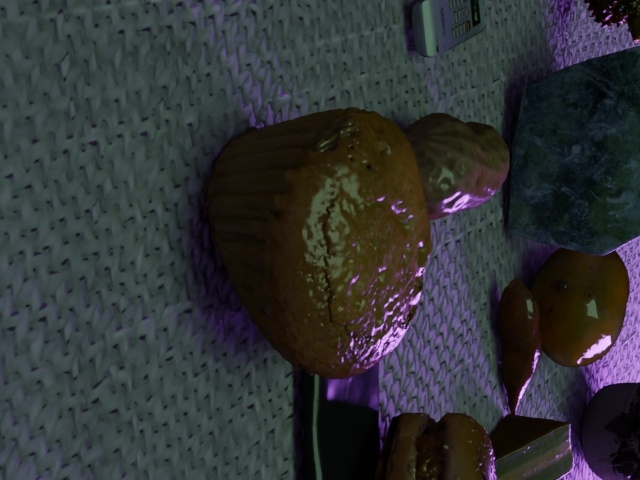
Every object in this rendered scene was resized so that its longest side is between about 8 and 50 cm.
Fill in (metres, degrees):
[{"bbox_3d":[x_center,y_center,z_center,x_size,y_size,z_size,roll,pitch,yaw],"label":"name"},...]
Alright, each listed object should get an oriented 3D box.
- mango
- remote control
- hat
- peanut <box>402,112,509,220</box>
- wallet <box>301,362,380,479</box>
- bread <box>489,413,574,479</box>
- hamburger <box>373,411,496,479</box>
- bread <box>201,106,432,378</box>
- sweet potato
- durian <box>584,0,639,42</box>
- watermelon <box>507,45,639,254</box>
[{"bbox_3d":[0.347,0.074,1.838,0.251,0.114,0.156,-27,108,-56],"label":"mango"},{"bbox_3d":[0.140,-0.246,1.542,0.166,0.029,0.065,-37,122,-59],"label":"remote control"},{"bbox_3d":[0.441,0.276,1.999,0.257,0.130,0.257,-5,95,-60],"label":"hat"},{"bbox_3d":[0.135,-0.080,1.478,0.226,0.095,0.108,-13,101,-60],"label":"peanut"},{"bbox_3d":[0.023,0.182,1.370,0.146,0.030,0.285,-10,101,-58],"label":"wallet"},{"bbox_3d":[0.240,0.276,1.699,0.139,0.084,0.074,-41,129,-50],"label":"bread"},{"bbox_3d":[0.120,0.266,1.427,0.191,0.118,0.181,78,20,-58],"label":"hamburger"},{"bbox_3d":[0.004,0.002,1.212,0.240,0.139,0.240,-8,99,-59],"label":"bread"},{"bbox_3d":[0.243,0.134,1.732,0.056,0.056,0.195,-34,127,-54],"label":"sweet potato"},{"bbox_3d":[0.376,-0.375,1.815,0.138,0.193,0.237,2,78,-38],"label":"durian"},{"bbox_3d":[0.380,-0.125,1.804,0.228,0.387,0.258,66,-10,-1],"label":"watermelon"}]
